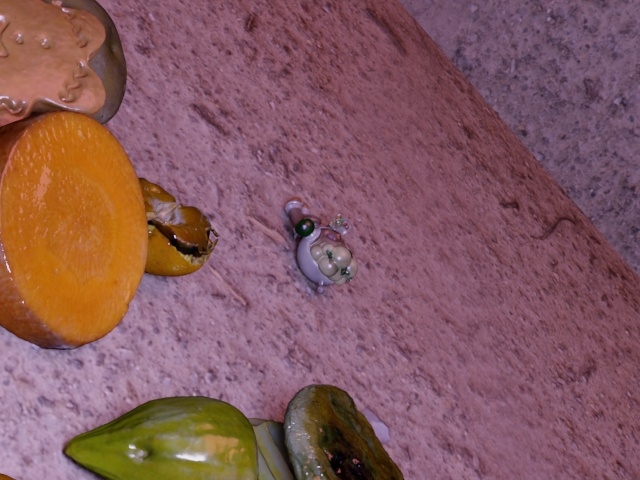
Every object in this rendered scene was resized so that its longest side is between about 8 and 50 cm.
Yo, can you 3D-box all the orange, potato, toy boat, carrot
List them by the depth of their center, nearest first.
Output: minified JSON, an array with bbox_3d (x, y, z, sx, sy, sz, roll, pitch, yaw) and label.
[{"bbox_3d":[-0.340,-0.011,1.845,0.258,0.100,0.307,7,73,-44],"label":"carrot"},{"bbox_3d":[-0.027,0.344,1.939,0.111,0.084,0.276,15,41,-51],"label":"toy boat"},{"bbox_3d":[-0.231,-0.011,2.057,0.160,0.112,0.170,21,14,-26],"label":"orange"},{"bbox_3d":[-0.373,-0.276,2.142,0.178,0.160,0.235,-15,77,-34],"label":"potato"}]

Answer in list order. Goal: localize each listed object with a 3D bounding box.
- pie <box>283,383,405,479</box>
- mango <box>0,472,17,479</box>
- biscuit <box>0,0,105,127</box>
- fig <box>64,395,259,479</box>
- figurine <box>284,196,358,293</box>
[{"bbox_3d":[0.054,0.322,1.935,0.323,0.071,0.323,50,14,-17],"label":"pie"},{"bbox_3d":[-0.370,0.309,1.413,0.255,0.139,0.175,3,40,-45],"label":"mango"},{"bbox_3d":[-0.461,-0.267,1.955,0.355,0.052,0.275,12,55,-21],"label":"biscuit"},{"bbox_3d":[-0.168,0.256,1.757,0.233,0.167,0.167,36,29,-38],"label":"fig"},{"bbox_3d":[0.001,0.000,2.411,0.147,0.093,0.197,37,27,-45],"label":"figurine"}]
